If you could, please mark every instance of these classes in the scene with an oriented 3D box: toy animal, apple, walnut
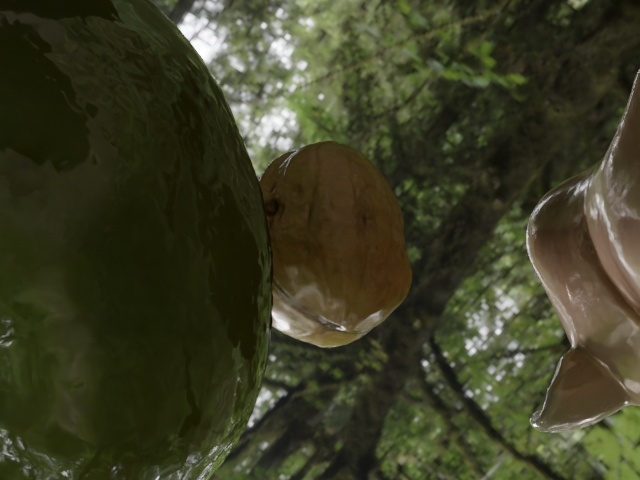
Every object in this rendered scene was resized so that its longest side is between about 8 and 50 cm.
[{"bbox_3d":[0.265,0.013,0.727,0.237,0.269,0.326,-1,-166,-4],"label":"toy animal"},{"bbox_3d":[-0.160,0.016,0.458,0.292,0.292,0.254,24,-170,-22],"label":"apple"},{"bbox_3d":[0.000,0.000,0.899,0.144,0.144,0.180,19,-127,-29],"label":"walnut"}]
